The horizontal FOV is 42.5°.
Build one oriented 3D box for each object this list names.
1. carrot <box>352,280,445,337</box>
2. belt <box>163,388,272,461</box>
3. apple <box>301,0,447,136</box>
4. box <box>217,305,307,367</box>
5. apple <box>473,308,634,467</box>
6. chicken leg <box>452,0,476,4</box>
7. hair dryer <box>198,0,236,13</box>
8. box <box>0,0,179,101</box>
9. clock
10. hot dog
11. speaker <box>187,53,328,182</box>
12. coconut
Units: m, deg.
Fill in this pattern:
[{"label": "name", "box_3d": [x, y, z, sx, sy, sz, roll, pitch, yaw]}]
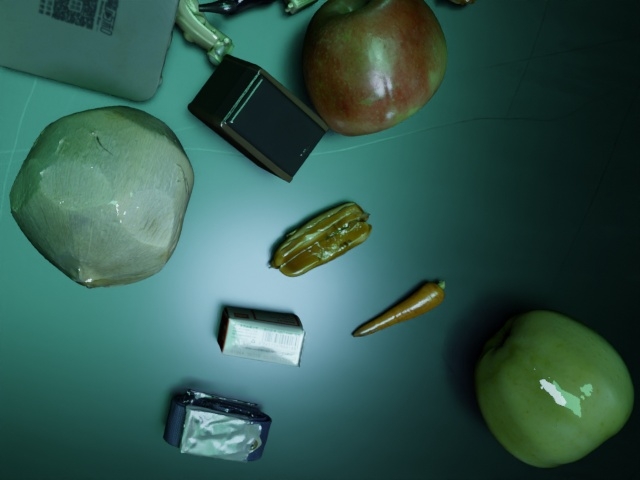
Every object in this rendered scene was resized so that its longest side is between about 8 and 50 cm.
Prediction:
[{"label": "carrot", "box_3d": [0.193, 0.173, 1.958, 0.257, 0.061, 0.061, -31, 101, -4]}, {"label": "belt", "box_3d": [-0.229, 0.413, 1.850, 0.230, 0.139, 0.126, 14, 94, -11]}, {"label": "apple", "box_3d": [0.106, -0.390, 1.743, 0.319, 0.319, 0.277, -35, 115, -6]}, {"label": "box", "box_3d": [-0.133, 0.213, 1.855, 0.182, 0.133, 0.099, 10, 94, -10]}, {"label": "apple", "box_3d": [0.528, 0.336, 1.905, 0.357, 0.357, 0.357, -1, 96, -11]}, {"label": "chicken leg", "box_3d": [0.371, -0.649, 1.897, 0.107, 0.087, 0.251, 36, 82, -24]}, {"label": "hair dryer", "box_3d": [-0.215, -0.509, 1.710, 0.079, 0.031, 0.083, -2, 75, -4]}, {"label": "box", "box_3d": [-0.471, -0.485, 1.648, 0.373, 0.090, 0.367, 13, 126, -15]}, {"label": "clock", "box_3d": [-0.207, -0.540, 1.774, 0.379, 0.120, 0.276, -33, 98, -7]}, {"label": "hot dog", "box_3d": [0.000, 0.000, 1.892, 0.269, 0.072, 0.109, -28, 99, -9]}, {"label": "speaker", "box_3d": [-0.132, -0.259, 1.747, 0.231, 0.192, 0.153, 37, 88, -38]}, {"label": "coconut", "box_3d": [-0.440, -0.076, 1.658, 0.346, 0.346, 0.360, 27, 55, -13]}]
